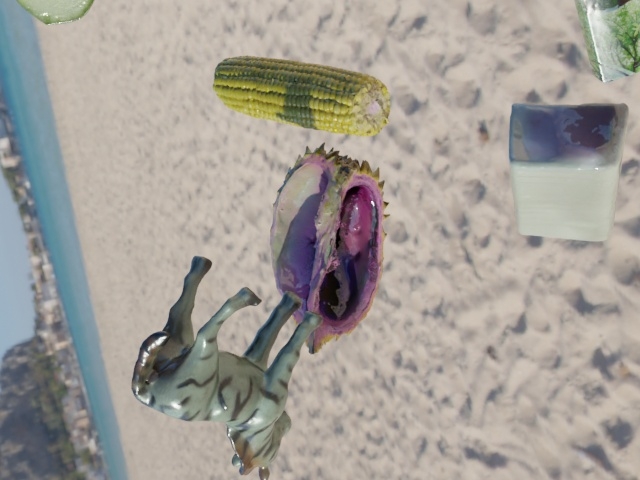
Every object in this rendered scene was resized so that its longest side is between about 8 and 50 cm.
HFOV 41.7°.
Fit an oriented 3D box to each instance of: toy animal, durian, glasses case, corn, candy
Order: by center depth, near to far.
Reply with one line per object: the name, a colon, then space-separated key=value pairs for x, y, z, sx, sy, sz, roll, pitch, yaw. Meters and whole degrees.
toy animal: x=-0.066 y=0.123 z=0.800 sx=0.090 sy=0.170 sz=0.255 roll=29 pitch=164 yaw=46
corn: x=-0.031 y=-0.182 z=1.040 sx=0.248 sy=0.081 sz=0.081 roll=17 pitch=126 yaw=35
durian: x=0.001 y=-0.003 z=1.193 sx=0.186 sy=0.153 sz=0.261 roll=28 pitch=103 yaw=27
glasses case: x=0.460 y=-0.391 z=1.346 sx=0.062 sy=0.095 sz=0.272 roll=-102 pitch=-14 yaw=-58
candy: x=0.473 y=-0.125 z=1.620 sx=0.359 sy=0.208 sz=0.145 roll=59 pitch=-143 yaw=-63

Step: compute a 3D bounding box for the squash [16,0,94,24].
squash: x=-0.476 y=-0.525 z=1.431 sx=0.189 sy=0.189 sz=0.261 roll=158 pitch=105 yaw=-72
